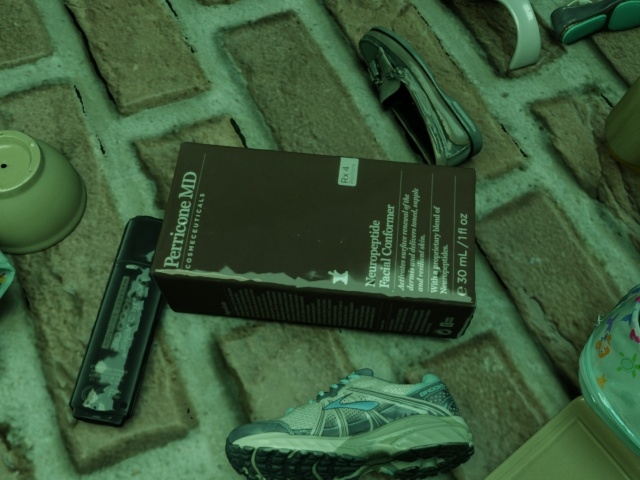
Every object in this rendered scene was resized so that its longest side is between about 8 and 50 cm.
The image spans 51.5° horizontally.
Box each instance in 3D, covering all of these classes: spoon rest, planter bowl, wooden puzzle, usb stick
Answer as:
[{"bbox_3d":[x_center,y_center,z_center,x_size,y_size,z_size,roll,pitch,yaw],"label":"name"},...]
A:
[{"bbox_3d":[0.293,-0.424,1.140,0.137,0.084,0.276,-20,67,-15],"label":"spoon rest"},{"bbox_3d":[-0.406,-0.076,0.882,0.162,0.109,0.162,2,63,-4],"label":"planter bowl"},{"bbox_3d":[0.305,0.326,0.758,0.238,0.044,0.221,-29,68,-26],"label":"wooden puzzle"},{"bbox_3d":[-0.243,0.092,0.844,0.077,0.045,0.278,12,62,-6],"label":"usb stick"}]

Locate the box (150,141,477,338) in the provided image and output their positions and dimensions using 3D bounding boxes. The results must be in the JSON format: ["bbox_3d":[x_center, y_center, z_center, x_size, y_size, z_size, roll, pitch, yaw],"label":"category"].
[{"bbox_3d":[0.000,0.000,0.846,0.381,0.143,0.191,4,65,4],"label":"box"}]

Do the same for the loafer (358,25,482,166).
[{"bbox_3d":[0.134,-0.219,1.016,0.084,0.096,0.268,-34,72,-14],"label":"loafer"}]

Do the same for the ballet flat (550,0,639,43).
[{"bbox_3d":[0.487,-0.399,1.152,0.203,0.074,0.074,-18,65,-11],"label":"ballet flat"}]

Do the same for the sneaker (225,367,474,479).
[{"bbox_3d":[0.029,0.219,0.785,0.282,0.110,0.122,-1,45,-8],"label":"sneaker"}]

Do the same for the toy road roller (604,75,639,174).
[{"bbox_3d":[0.531,-0.071,0.915,0.329,0.202,0.241,38,76,13],"label":"toy road roller"}]

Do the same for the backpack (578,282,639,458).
[{"bbox_3d":[0.421,0.155,0.764,0.225,0.191,0.253,48,41,15],"label":"backpack"}]

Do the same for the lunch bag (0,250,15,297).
[{"bbox_3d":[-0.527,0.026,0.738,0.223,0.160,0.262,46,29,17],"label":"lunch bag"}]
